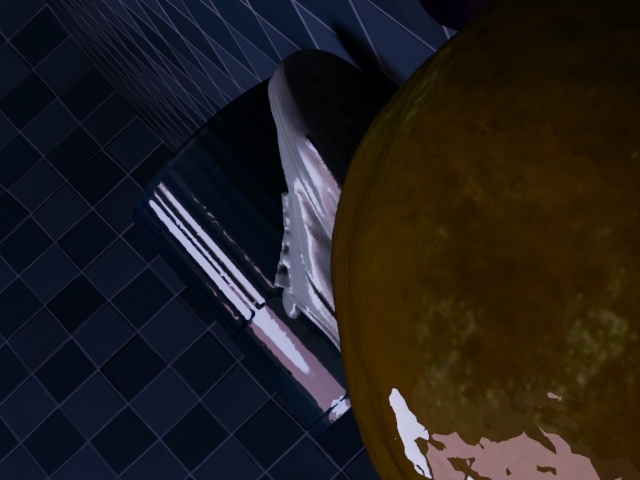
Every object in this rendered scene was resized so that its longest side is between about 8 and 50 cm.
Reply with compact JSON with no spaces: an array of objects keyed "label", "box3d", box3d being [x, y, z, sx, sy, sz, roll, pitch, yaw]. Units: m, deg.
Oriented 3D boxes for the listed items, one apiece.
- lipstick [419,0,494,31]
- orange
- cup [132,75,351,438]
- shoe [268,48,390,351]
[{"label":"lipstick","box3d":[0.023,-0.191,0.509,0.081,0.081,0.299,42,174,40]},{"label":"orange","box3d":[0.133,0.032,0.478,0.279,0.235,0.279,41,173,6]},{"label":"cup","box3d":[0.006,-0.007,1.382,0.292,0.308,0.242,47,142,4]},{"label":"shoe","box3d":[0.017,0.002,1.170,0.159,0.124,0.316,-23,96,42]}]
